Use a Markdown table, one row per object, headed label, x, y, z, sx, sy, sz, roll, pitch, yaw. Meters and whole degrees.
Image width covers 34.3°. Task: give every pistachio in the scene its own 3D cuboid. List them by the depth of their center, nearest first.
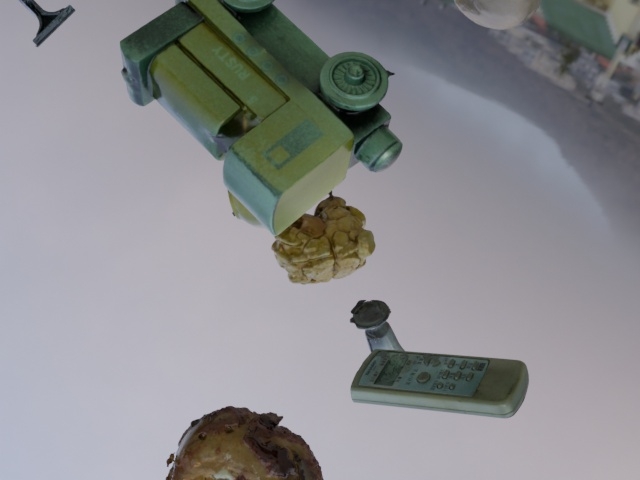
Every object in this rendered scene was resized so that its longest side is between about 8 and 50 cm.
| label | x | y | z | sx | sy | sz | roll | pitch | yaw |
| --- | --- | --- | --- | --- | --- | --- | --- | --- | --- |
| pistachio | 0.236 | -0.354 | 1.369 | 0.144 | 0.144 | 0.215 | 32 | -176 | 19 |

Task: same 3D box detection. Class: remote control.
| label | x | y | z | sx | sy | sz | roll | pitch | yaw |
| --- | --- | --- | --- | --- | --- | --- | --- | --- | --- |
| remote control | 0.158 | 0.189 | 1.387 | 0.233 | 0.038 | 0.098 | 1 | -149 | 29 |

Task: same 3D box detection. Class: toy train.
| label | x | y | z | sx | sy | sz | roll | pitch | yaw |
| --- | --- | --- | --- | --- | --- | --- | --- | --- | --- |
| toy train | -0.084 | -0.204 | 1.379 | 0.253 | 0.160 | 0.397 | -40 | -105 | -19 |

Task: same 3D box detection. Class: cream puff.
| label | x | y | z | sx | sy | sz | roll | pitch | yaw |
| --- | --- | --- | --- | --- | --- | --- | --- | --- | --- |
| cream puff | -0.149 | 0.509 | 2.120 | 0.350 | 0.350 | 0.228 | 31 | -174 | 17 |

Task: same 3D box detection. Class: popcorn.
| label | x | y | z | sx | sy | sz | roll | pitch | yaw |
| --- | --- | --- | --- | --- | --- | --- | --- | --- | --- |
| popcorn | 0.014 | 0.011 | 1.955 | 0.163 | 0.140 | 0.194 | 37 | -130 | 21 |

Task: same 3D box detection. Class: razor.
| label | x | y | z | sx | sy | sz | roll | pitch | yaw |
| --- | --- | --- | --- | --- | --- | --- | --- | --- | --- |
| razor | -0.390 | -0.321 | 1.258 | 0.190 | 0.066 | 0.033 | 43 | 174 | -6 |

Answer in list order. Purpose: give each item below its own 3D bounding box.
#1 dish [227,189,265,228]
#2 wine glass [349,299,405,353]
| label | x | y | z | sx | sy | sz | roll | pitch | yaw |
| --- | --- | --- | --- | --- | --- | --- | --- | --- | --- |
| dish | -0.124 | -0.093 | 1.899 | 0.080 | 0.149 | 0.208 | -13 | -142 | 10 |
| wine glass | 0.101 | 0.169 | 1.706 | 0.072 | 0.155 | 0.072 | -14 | -140 | 12 |
